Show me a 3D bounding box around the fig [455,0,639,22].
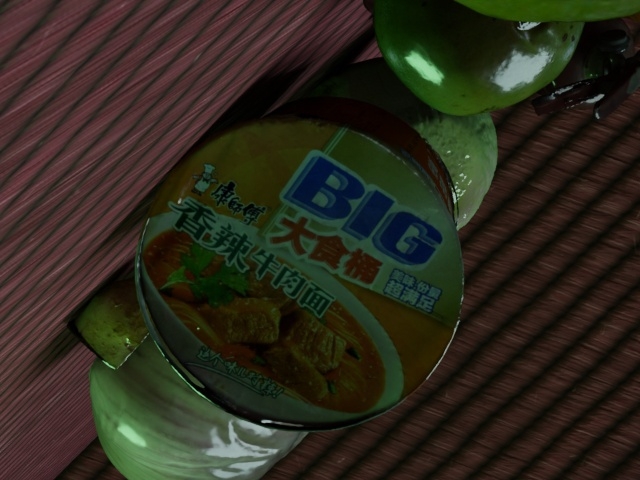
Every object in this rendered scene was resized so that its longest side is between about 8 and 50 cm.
[{"bbox_3d":[0.136,-0.228,1.220,0.275,0.206,0.206,-20,172,-13],"label":"fig"}]

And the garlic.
[{"bbox_3d":[-0.123,0.155,1.961,0.317,0.259,0.317,-160,-90,-81],"label":"garlic"}]

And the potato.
[{"bbox_3d":[-0.199,0.070,1.800,0.103,0.066,0.096,-49,-167,-1],"label":"potato"}]

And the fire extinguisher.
[{"bbox_3d":[0.216,-0.189,1.792,0.147,0.106,0.337,-29,-151,-17],"label":"fire extinguisher"}]

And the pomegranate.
[{"bbox_3d":[0.114,-0.193,1.460,0.180,0.180,0.210,-43,-153,-22],"label":"pomegranate"}]

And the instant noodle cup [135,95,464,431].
[{"bbox_3d":[0.000,0.000,1.603,0.296,0.296,0.214,-45,-175,21],"label":"instant noodle cup"}]

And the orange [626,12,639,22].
[{"bbox_3d":[0.351,-0.340,1.726,0.264,0.264,0.264,-44,178,-2],"label":"orange"}]

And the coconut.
[{"bbox_3d":[0.070,-0.093,1.841,0.236,0.205,0.236,-48,-154,32],"label":"coconut"}]
